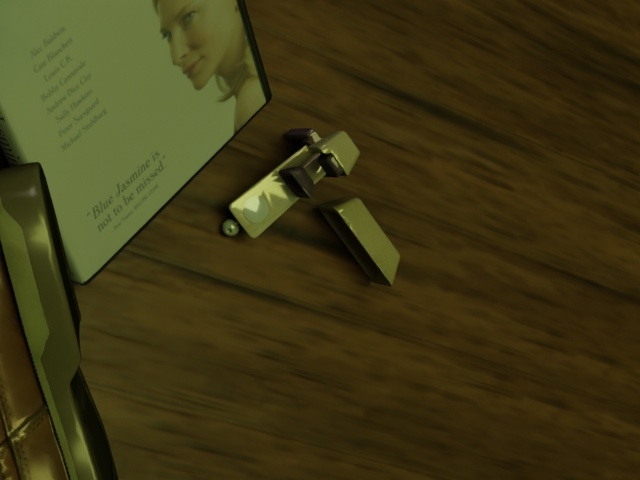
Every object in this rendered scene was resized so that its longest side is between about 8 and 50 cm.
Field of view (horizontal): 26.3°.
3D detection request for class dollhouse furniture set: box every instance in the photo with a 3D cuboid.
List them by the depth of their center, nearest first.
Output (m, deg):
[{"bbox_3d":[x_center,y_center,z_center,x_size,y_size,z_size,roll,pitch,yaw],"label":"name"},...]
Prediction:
[{"bbox_3d":[0.000,0.000,0.842,0.081,0.091,0.114,-41,108,-15],"label":"dollhouse furniture set"}]

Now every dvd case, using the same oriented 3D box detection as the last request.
[{"bbox_3d":[-0.112,-0.120,0.735,0.180,0.022,0.253,-48,142,-29],"label":"dvd case"}]

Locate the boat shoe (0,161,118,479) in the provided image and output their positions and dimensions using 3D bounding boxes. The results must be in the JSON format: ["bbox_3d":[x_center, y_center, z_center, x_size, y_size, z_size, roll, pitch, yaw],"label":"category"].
[{"bbox_3d":[-0.162,0.117,0.708,0.104,0.111,0.307,-12,94,-7],"label":"boat shoe"}]
